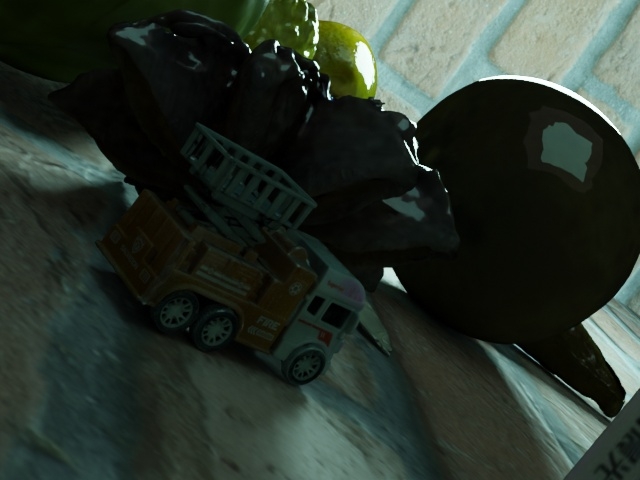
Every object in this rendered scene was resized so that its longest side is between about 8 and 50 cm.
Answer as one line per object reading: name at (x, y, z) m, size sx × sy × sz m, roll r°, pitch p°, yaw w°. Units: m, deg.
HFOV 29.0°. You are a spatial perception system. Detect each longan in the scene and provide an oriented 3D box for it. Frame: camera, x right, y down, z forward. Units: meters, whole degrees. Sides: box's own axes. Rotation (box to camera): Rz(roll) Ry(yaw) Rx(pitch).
longan at (0.215, -0.031, 1.393) m, size 0.319 × 0.319 × 0.319 m, roll 34°, pitch 9°, yaw -6°

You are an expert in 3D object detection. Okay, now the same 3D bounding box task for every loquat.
loquat at (-0.015, -0.273, 2.058) m, size 0.213 × 0.213 × 0.246 m, roll 31°, pitch 11°, yaw -25°

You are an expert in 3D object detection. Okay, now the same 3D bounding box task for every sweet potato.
sweet potato at (0.272, 0.115, 1.570) m, size 0.286 × 0.085 × 0.112 m, roll 46°, pitch 43°, yaw 2°

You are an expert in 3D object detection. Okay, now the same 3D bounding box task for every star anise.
star anise at (-0.043, -0.064, 0.925) m, size 0.331 × 0.118 × 0.332 m, roll 24°, pitch -16°, yaw 7°

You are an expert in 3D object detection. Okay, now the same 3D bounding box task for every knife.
knife at (-0.002, 0.002, 1.169) m, size 0.047 × 0.017 × 0.298 m, roll 23°, pitch 29°, yaw -49°

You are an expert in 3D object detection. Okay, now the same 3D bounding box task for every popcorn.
popcorn at (-0.121, -0.231, 1.542) m, size 0.236 × 0.206 × 0.251 m, roll 9°, pitch -7°, yaw -40°

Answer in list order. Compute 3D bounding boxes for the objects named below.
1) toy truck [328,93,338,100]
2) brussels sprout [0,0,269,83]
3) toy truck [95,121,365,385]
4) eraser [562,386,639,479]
toy truck at (0.032, -0.126, 1.777) m, size 0.208 × 0.113 × 0.126 m, roll 37°, pitch 11°, yaw 15°
brussels sprout at (-0.222, -0.308, 0.980) m, size 0.425 × 0.343 × 0.361 m, roll 16°, pitch 7°, yaw -22°
toy truck at (-0.042, 0.014, 0.805) m, size 0.177 × 0.115 × 0.080 m, roll 29°, pitch 11°, yaw -44°
eraser at (0.297, 0.133, 0.885) m, size 0.130 × 0.287 × 0.086 m, roll 42°, pitch 9°, yaw 33°
